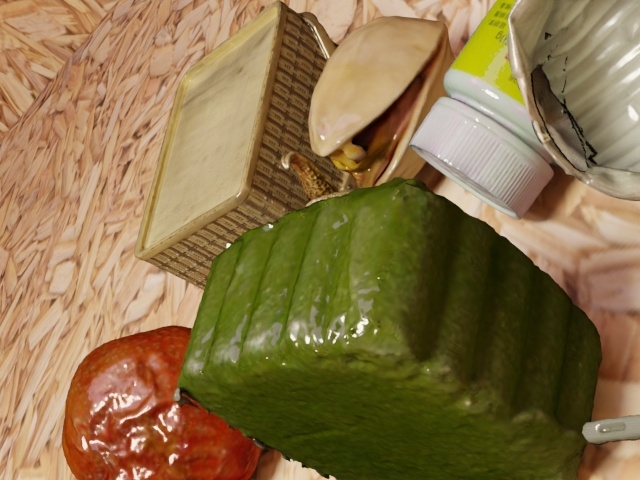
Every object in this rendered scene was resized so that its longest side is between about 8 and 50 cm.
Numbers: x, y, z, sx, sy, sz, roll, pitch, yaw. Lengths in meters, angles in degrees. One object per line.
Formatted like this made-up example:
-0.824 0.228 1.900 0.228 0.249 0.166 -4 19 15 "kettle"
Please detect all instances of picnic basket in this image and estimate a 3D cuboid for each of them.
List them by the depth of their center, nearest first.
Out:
-0.066 -0.100 1.233 0.228 0.175 0.313 -27 44 42 "picnic basket"

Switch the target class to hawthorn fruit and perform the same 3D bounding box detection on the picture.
-0.145 0.210 1.015 0.207 0.207 0.243 -47 43 17 "hawthorn fruit"

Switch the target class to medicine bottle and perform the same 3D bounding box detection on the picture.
0.191 -0.143 0.895 0.225 0.139 0.139 -55 28 2 "medicine bottle"

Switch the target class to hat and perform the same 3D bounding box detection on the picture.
0.261 -0.139 0.704 0.161 0.232 0.275 -42 3 -27 "hat"

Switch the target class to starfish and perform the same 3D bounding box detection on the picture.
-0.001 -0.001 1.036 0.146 0.190 0.074 -16 11 45 "starfish"

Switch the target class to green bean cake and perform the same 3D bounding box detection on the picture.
0.053 0.083 0.761 0.249 0.247 0.156 -24 41 46 "green bean cake"

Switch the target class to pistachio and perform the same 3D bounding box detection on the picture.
0.070 -0.142 1.061 0.157 0.157 0.230 -27 27 43 "pistachio"

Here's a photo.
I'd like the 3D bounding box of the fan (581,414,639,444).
0.292 0.105 0.540 0.294 0.012 0.223 -48 41 26 "fan"
